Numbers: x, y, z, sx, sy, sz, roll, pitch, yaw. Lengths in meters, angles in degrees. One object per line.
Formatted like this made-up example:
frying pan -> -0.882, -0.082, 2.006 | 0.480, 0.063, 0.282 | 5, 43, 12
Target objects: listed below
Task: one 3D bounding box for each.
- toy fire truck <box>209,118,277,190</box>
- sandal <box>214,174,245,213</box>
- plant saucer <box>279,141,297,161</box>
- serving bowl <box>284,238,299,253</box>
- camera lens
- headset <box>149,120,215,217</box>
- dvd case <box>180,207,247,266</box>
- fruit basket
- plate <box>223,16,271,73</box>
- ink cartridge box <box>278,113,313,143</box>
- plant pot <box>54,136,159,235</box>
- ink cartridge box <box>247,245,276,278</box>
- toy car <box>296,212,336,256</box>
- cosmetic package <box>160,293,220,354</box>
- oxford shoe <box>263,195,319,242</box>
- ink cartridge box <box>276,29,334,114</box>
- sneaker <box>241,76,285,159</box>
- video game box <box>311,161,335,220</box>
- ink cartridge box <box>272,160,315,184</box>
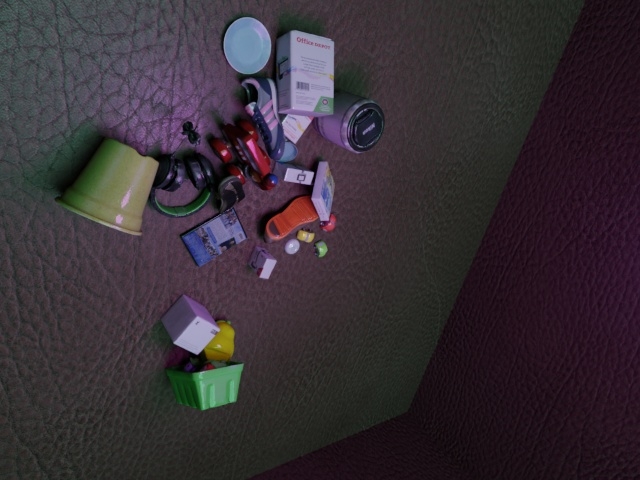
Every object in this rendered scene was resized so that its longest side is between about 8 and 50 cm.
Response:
toy fire truck -> -0.269, -0.306, 1.623 | 0.169, 0.254, 0.302 | -38, 134, -13
sandal -> -0.363, -0.194, 1.659 | 0.120, 0.086, 0.303 | -38, 173, -21
plant saucer -> -0.158, -0.383, 1.796 | 0.119, 0.021, 0.119 | -4, 149, -2
serving bowl -> -0.137, 0.034, 2.104 | 0.083, 0.027, 0.083 | -20, 128, -28
camera lens -> 0.119, -0.507, 1.793 | 0.219, 0.274, 0.220 | -20, 127, -28
headset -> -0.490, -0.237, 1.539 | 0.243, 0.185, 0.394 | -10, 134, -34
dvd case -> -0.454, -0.018, 1.822 | 0.253, 0.022, 0.181 | -33, 132, -18
fruit basket -> -0.523, 0.555, 1.949 | 0.282, 0.392, 0.392 | 1, 116, -40
plate -> -0.267, -0.707, 1.537 | 0.188, 0.024, 0.188 | -20, 127, -29
ink cartridge box -> -0.122, -0.488, 1.760 | 0.115, 0.067, 0.198 | 33, 94, -45
plant pot -> -0.671, -0.188, 1.396 | 0.276, 0.276, 0.254 | 29, 86, -45
ink cartridge box -> -0.273, 0.100, 1.961 | 0.056, 0.135, 0.099 | 15, 106, -40
toy car -> 0.000, 0.000, 2.174 | 0.239, 0.053, 0.225 | -28, 130, -22
cosmetic package -> -0.571, 0.367, 1.854 | 0.151, 0.183, 0.151 | -48, 135, -4
oxford shoe -> -0.127, -0.101, 1.988 | 0.363, 0.130, 0.133 | -31, 172, -32
ink cartridge box -> -0.058, -0.631, 1.630 | 0.201, 0.117, 0.279 | -6, 100, -37
sneaker -> -0.224, -0.458, 1.597 | 0.131, 0.112, 0.319 | -10, 87, -40
video game box -> 0.016, -0.224, 1.942 | 0.187, 0.048, 0.205 | 68, 29, -60
ink cartridge box -> -0.106, -0.296, 1.868 | 0.180, 0.104, 0.060 | 2, 114, -40
